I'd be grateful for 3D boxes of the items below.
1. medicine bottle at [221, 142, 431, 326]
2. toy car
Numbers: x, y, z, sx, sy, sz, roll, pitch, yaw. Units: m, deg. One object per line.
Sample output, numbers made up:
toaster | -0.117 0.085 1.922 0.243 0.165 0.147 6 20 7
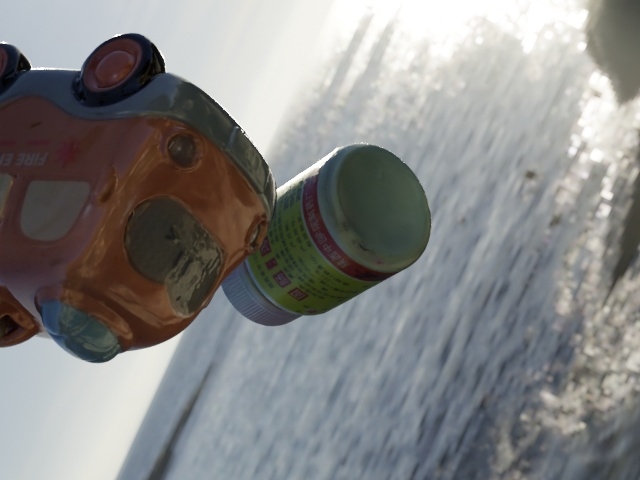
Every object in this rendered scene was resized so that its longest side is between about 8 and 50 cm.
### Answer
medicine bottle | 0.000 0.000 1.425 0.225 0.139 0.139 -31 29 49
toy car | -0.178 -0.014 1.007 0.180 0.270 0.212 51 -131 -48
